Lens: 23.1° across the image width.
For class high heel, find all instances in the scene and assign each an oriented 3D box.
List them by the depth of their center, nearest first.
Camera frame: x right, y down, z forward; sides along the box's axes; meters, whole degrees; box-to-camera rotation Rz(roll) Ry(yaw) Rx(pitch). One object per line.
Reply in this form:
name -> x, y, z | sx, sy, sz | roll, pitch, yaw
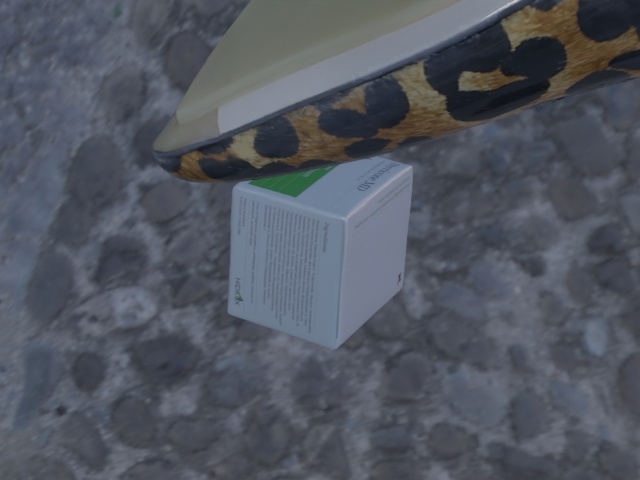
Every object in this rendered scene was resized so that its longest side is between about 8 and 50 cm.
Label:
high heel -> 0.100, -0.042, 0.443 | 0.186, 0.261, 0.093 | 50, 16, -40

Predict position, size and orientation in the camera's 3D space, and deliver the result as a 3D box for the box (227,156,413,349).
box -> 0.000, 0.000, 1.050 | 0.087, 0.102, 0.101 | 18, 31, 24
